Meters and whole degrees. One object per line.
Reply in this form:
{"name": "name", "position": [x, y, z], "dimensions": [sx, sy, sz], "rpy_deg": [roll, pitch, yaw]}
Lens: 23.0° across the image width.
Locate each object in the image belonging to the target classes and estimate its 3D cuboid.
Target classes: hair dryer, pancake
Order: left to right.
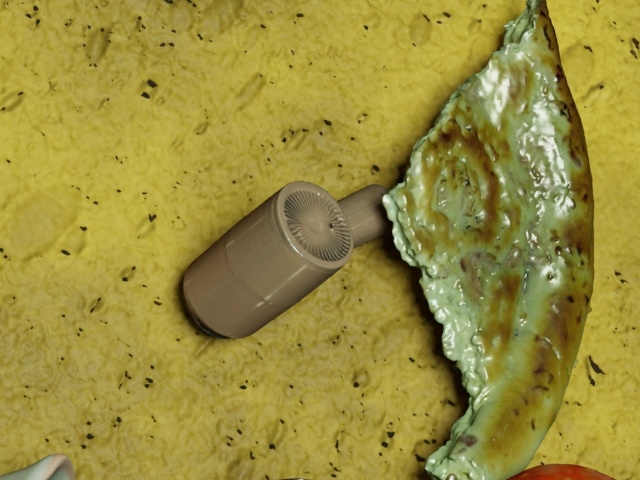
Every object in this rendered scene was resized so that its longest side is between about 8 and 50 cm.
{"name": "hair dryer", "position": [0.000, 0.000, 1.036], "dimensions": [0.181, 0.117, 0.064], "rpy_deg": [-24, 79, -49]}
{"name": "pancake", "position": [0.125, -0.005, 1.076], "dimensions": [0.197, 0.054, 0.376], "rpy_deg": [15, 71, -37]}

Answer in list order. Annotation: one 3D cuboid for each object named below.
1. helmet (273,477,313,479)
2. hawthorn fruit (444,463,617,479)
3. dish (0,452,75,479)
{"name": "helmet", "position": [-0.043, 0.227, 0.958], "dimensions": [0.177, 0.107, 0.153], "rpy_deg": [6, 72, -26]}
{"name": "hawthorn fruit", "position": [0.139, 0.219, 0.973], "dimensions": [0.196, 0.196, 0.225], "rpy_deg": [-52, 122, -22]}
{"name": "dish", "position": [-0.216, 0.213, 0.857], "dimensions": [0.081, 0.229, 0.229], "rpy_deg": [19, 71, 10]}
